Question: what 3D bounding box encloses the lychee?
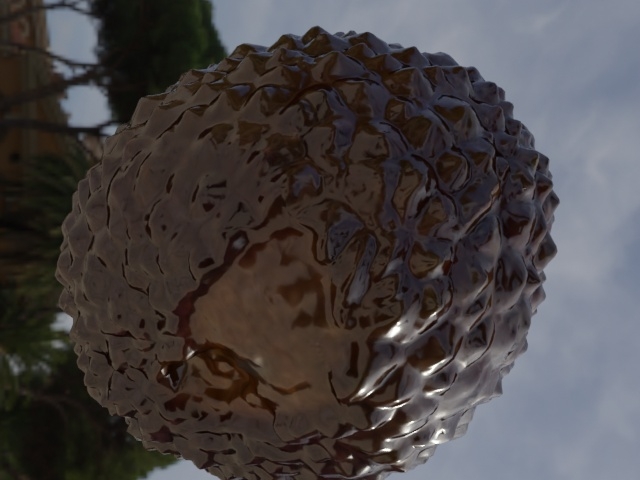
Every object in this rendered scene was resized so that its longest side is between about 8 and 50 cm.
[{"bbox_3d":[0.000,0.000,0.427,0.188,0.188,0.188,9,-80,62],"label":"lychee"}]
